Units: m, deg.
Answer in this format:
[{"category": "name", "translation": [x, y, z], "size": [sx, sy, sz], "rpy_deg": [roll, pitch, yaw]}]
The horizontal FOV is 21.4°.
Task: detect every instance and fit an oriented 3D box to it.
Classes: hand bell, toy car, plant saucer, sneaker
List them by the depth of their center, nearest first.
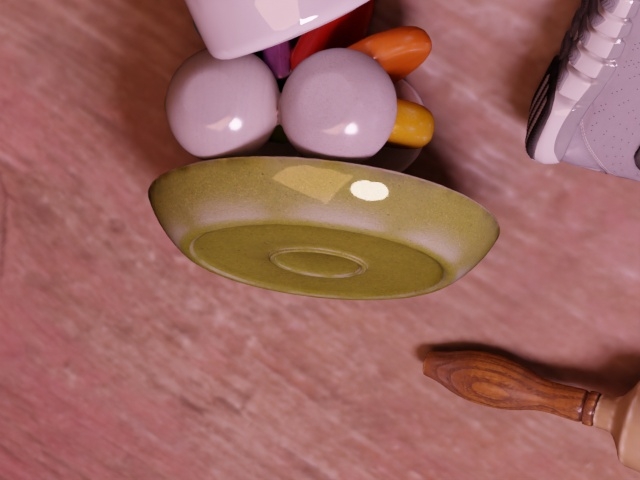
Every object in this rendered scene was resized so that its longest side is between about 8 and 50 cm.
[{"category": "sneaker", "translation": [0.228, -0.124, 1.077], "size": [0.132, 0.086, 0.229], "rpy_deg": [20, 136, -4]}, {"category": "toy car", "translation": [-0.013, -0.113, 1.120], "size": [0.182, 0.159, 0.136], "rpy_deg": [3, 88, 14]}, {"category": "plant saucer", "translation": [0.000, 0.000, 1.151], "size": [0.240, 0.037, 0.241], "rpy_deg": [6, 165, 2]}, {"category": "hand bell", "translation": [0.191, 0.122, 1.248], "size": [0.242, 0.126, 0.126], "rpy_deg": [15, 126, 21]}]

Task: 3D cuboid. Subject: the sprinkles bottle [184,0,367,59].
[{"category": "sprinkles bottle", "translation": [-0.078, -0.287, 0.976], "size": [0.121, 0.121, 0.355], "rpy_deg": [-18, 103, 25]}]
